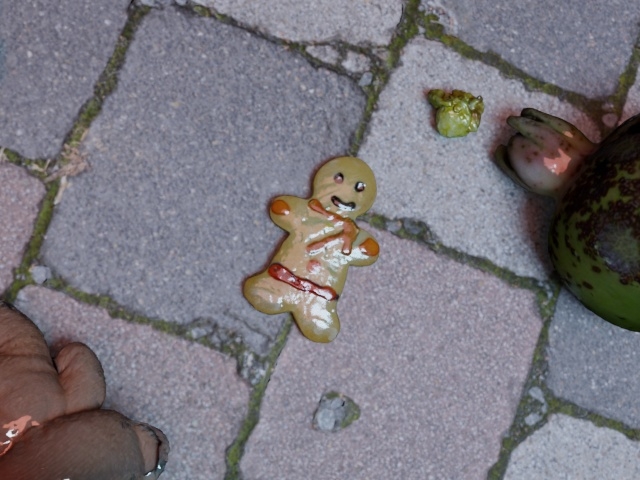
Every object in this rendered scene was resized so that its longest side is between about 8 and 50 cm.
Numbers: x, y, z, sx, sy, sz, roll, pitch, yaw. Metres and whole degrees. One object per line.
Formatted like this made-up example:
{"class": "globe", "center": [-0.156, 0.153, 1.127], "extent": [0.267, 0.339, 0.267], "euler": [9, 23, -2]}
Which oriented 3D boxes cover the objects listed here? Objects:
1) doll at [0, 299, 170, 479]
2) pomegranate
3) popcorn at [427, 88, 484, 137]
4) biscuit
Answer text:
{"class": "doll", "center": [-0.312, 0.198, 0.724], "extent": [0.201, 0.156, 0.303], "euler": [-26, 55, -35]}
{"class": "pomegranate", "center": [0.366, -0.055, 0.818], "extent": [0.340, 0.285, 0.285], "euler": [37, 80, 20]}
{"class": "popcorn", "center": [0.173, -0.170, 0.888], "extent": [0.083, 0.059, 0.068], "euler": [41, 80, 6]}
{"class": "biscuit", "center": [0.000, 0.000, 0.862], "extent": [0.153, 0.030, 0.234], "euler": [28, 82, -7]}
